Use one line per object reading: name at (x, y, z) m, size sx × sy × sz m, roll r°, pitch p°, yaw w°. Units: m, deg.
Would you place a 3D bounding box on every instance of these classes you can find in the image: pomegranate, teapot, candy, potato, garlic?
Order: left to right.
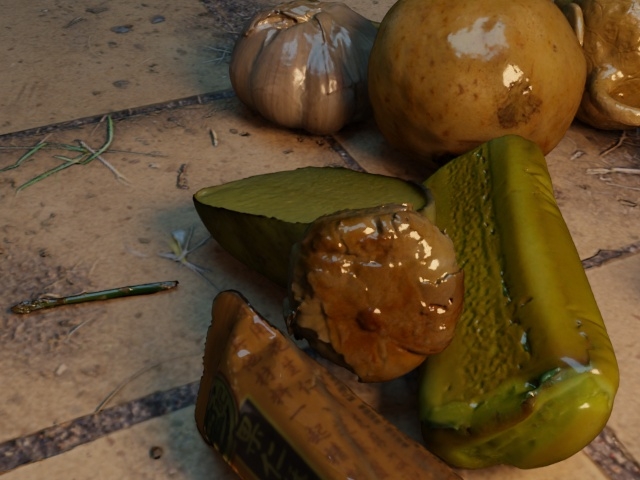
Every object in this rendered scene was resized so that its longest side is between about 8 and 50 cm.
garlic at (-0.016, -0.242, 1.061) m, size 0.228 × 0.152 × 0.228 m, roll 6°, pitch 35°, yaw -4°
candy at (-0.006, 0.160, 0.589) m, size 0.271 × 0.143 × 0.101 m, roll 36°, pitch 26°, yaw 30°
potato at (0.000, 0.000, 0.785) m, size 0.160 × 0.111 × 0.272 m, roll -21°, pitch 22°, yaw -40°
pomegranate at (0.181, -0.195, 0.940) m, size 0.260 × 0.260 × 0.260 m, roll 1°, pitch 39°, yaw -1°
teapot at (0.366, -0.242, 1.034) m, size 0.167 × 0.203 × 0.311 m, roll 3°, pitch 44°, yaw -1°

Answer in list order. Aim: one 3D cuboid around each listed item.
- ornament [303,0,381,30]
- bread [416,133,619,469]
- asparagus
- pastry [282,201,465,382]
ornament at (0.067, -0.330, 1.227) m, size 0.201 × 0.059 × 0.180 m, roll 20°, pitch 19°, yaw 7°
bread at (0.168, 0.048, 0.736) m, size 0.166 × 0.112 × 0.383 m, roll -29°, pitch 31°, yaw 23°
asparagus at (-0.225, 0.056, 0.794) m, size 0.166 × 0.016 × 0.013 m, roll -8°, pitch 55°, yaw -14°
pastry at (0.043, 0.040, 0.632) m, size 0.153 × 0.153 × 0.081 m, roll 0°, pitch 13°, yaw -2°
